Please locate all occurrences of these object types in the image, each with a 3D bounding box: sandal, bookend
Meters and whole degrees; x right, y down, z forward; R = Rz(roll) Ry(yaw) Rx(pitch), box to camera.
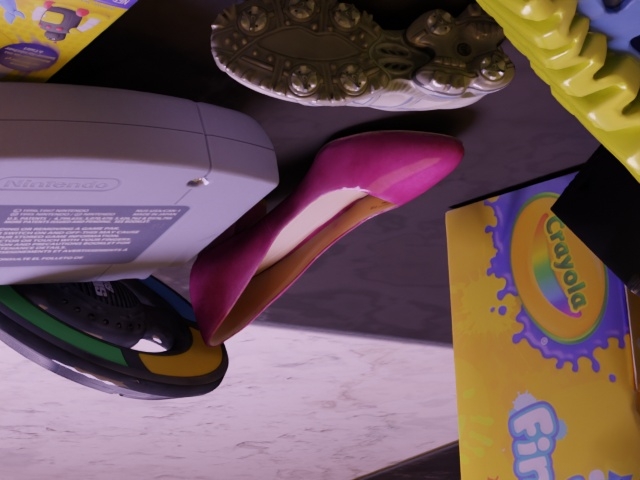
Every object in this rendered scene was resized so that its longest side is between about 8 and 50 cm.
[{"bbox_3d":[0.145,-0.137,0.580,0.138,0.126,0.317,-42,140,12],"label":"sandal"},{"bbox_3d":[0.249,0.016,0.790,0.156,0.157,0.072,34,102,-16],"label":"bookend"}]

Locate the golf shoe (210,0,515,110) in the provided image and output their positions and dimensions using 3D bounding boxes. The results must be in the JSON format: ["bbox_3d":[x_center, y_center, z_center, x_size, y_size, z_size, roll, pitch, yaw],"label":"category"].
[{"bbox_3d":[0.020,-0.097,0.713,0.176,0.069,0.086,4,164,-12],"label":"golf shoe"}]

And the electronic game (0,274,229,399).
[{"bbox_3d":[-0.173,0.048,0.922,0.229,0.229,0.048,18,107,-40],"label":"electronic game"}]

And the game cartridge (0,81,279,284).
[{"bbox_3d":[-0.185,-0.028,0.743,0.297,0.062,0.198,-1,154,-35],"label":"game cartridge"}]

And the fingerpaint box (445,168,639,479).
[{"bbox_3d":[0.275,0.210,0.996,0.163,0.445,0.371,-18,154,36],"label":"fingerpaint box"}]

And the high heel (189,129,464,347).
[{"bbox_3d":[0.000,0.000,0.884,0.244,0.117,0.082,-15,155,31],"label":"high heel"}]

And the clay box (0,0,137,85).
[{"bbox_3d":[-0.204,-0.118,0.653,0.127,0.053,0.222,13,154,-35],"label":"clay box"}]
